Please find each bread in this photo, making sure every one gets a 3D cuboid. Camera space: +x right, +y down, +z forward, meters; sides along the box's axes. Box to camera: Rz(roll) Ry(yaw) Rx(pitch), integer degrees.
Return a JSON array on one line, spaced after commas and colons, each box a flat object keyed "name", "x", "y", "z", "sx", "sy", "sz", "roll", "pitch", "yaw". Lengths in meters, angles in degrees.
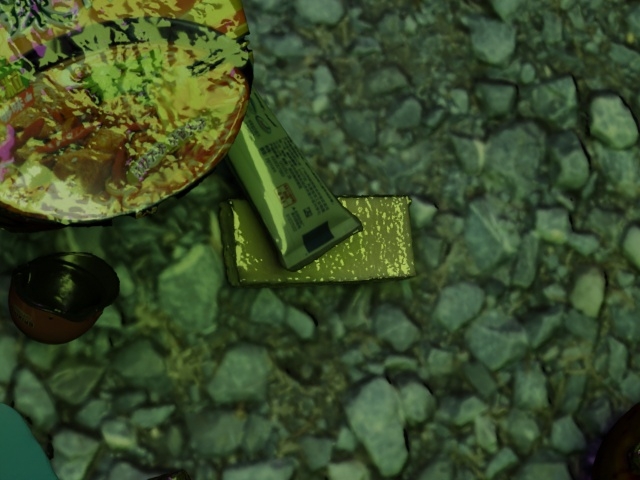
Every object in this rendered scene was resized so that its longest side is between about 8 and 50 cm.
[{"name": "bread", "x": 0.000, "y": 0.000, "z": 1.198, "sx": 0.154, "sy": 0.028, "sz": 0.068, "roll": -3, "pitch": 81, "yaw": -22}]

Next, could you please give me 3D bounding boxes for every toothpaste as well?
[{"name": "toothpaste", "x": -0.068, "y": -0.102, "z": 1.169, "sx": 0.268, "sy": 0.047, "sz": 0.069, "roll": 55, "pitch": 27, "yaw": 5}]

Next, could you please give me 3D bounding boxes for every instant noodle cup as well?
[{"name": "instant noodle cup", "x": -0.181, "y": -0.106, "z": 1.067, "sx": 0.230, "sy": 0.182, "sz": 0.230, "roll": 4, "pitch": 78, "yaw": -20}]

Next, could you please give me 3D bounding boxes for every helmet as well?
[{"name": "helmet", "x": -0.183, "y": 0.046, "z": 1.109, "sx": 0.065, "sy": 0.049, "sz": 0.084, "roll": 41, "pitch": 35, "yaw": 27}]

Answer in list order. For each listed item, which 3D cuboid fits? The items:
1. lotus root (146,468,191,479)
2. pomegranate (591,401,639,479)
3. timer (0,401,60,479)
[{"name": "lotus root", "x": -0.109, "y": 0.247, "z": 1.081, "sx": 0.090, "sy": 0.077, "sz": 0.183, "roll": 7, "pitch": 83, "yaw": -27}, {"name": "pomegranate", "x": 0.297, "y": 0.202, "z": 1.210, "sx": 0.205, "sy": 0.159, "sz": 0.159, "roll": 47, "pitch": 65, "yaw": -37}, {"name": "timer", "x": -0.256, "y": 0.235, "z": 0.956, "sx": 0.250, "sy": 0.091, "sz": 0.232, "roll": -20, "pitch": 68, "yaw": -41}]
